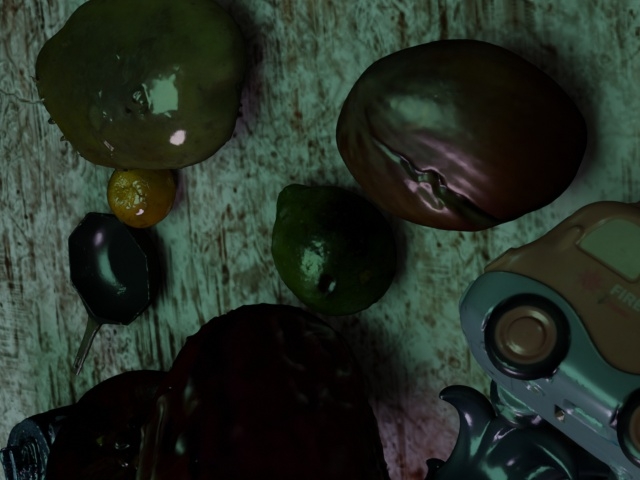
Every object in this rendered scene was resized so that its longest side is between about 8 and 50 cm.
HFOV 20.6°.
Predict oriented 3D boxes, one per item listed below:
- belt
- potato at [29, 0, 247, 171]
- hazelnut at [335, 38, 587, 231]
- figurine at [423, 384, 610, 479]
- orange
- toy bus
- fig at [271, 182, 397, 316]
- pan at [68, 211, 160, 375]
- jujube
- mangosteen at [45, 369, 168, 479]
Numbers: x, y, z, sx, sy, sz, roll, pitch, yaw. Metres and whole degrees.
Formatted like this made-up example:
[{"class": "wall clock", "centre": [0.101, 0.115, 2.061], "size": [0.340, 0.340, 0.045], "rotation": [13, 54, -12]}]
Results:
[{"class": "belt", "centre": [-0.318, 0.313, 2.123], "size": [0.122, 0.128, 0.218], "rotation": [-6, 98, 41]}, {"class": "potato", "centre": [-0.201, -0.169, 1.881], "size": [0.296, 0.141, 0.192], "rotation": [1, 98, 43]}, {"class": "hazelnut", "centre": [0.123, -0.092, 1.602], "size": [0.212, 0.181, 0.181], "rotation": [-30, 82, 40]}, {"class": "figurine", "centre": [0.176, 0.250, 1.674], "size": [0.175, 0.197, 0.265], "rotation": [43, 135, 39]}, {"class": "orange", "centre": [-0.198, -0.054, 1.957], "size": [0.083, 0.070, 0.083], "rotation": [1, 91, 36]}, {"class": "toy bus", "centre": [0.274, 0.086, 1.510], "size": [0.287, 0.194, 0.232], "rotation": [37, 80, 19]}, {"class": "fig", "centre": [0.000, 0.000, 1.783], "size": [0.156, 0.123, 0.123], "rotation": [36, 125, 46]}, {"class": "pan", "centre": [-0.252, 0.050, 2.045], "size": [0.202, 0.048, 0.128], "rotation": [-44, 72, 37]}, {"class": "jujube", "centre": [-0.056, 0.237, 1.735], "size": [0.377, 0.258, 0.258], "rotation": [-95, 28, -52]}, {"class": "mangosteen", "centre": [-0.192, 0.274, 1.969], "size": [0.235, 0.235, 0.261], "rotation": [46, 161, 20]}]
